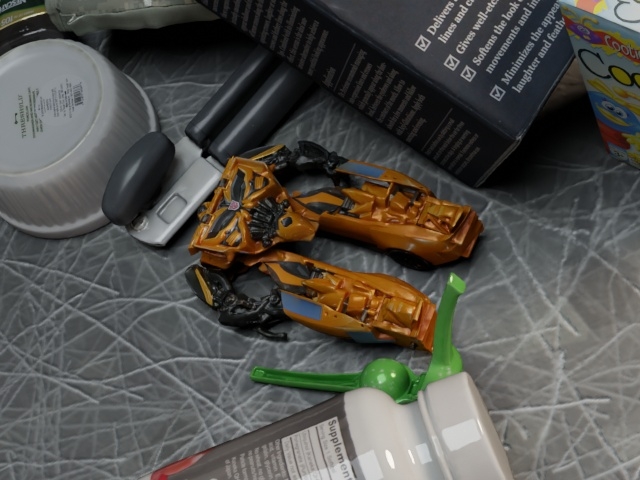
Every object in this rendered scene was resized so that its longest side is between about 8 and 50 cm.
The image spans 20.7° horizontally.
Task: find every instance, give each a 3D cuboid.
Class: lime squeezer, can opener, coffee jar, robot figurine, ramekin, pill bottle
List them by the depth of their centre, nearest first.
[{"bbox_3d":[0.006,0.234,1.539,0.318,0.176,0.176,-23,59,7],"label":"pill bottle"},{"bbox_3d":[0.059,0.117,1.612,0.310,0.110,0.059,-27,47,49],"label":"lime squeezer"},{"bbox_3d":[0.000,0.000,1.712,0.291,0.085,0.211,15,71,25],"label":"robot figurine"},{"bbox_3d":[-0.111,-0.116,1.803,0.076,0.095,0.283,39,86,30],"label":"can opener"},{"bbox_3d":[-0.284,-0.116,1.856,0.207,0.109,0.207,-8,62,15],"label":"ramekin"},{"bbox_3d":[-0.328,-0.270,1.967,0.096,0.079,0.184,-20,60,9],"label":"coffee jar"}]

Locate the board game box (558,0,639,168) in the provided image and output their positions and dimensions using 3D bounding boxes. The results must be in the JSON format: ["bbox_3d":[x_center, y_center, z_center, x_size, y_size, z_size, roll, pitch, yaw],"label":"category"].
[{"bbox_3d":[0.331,-0.171,1.573,0.142,0.275,0.144,27,76,29],"label":"board game box"}]

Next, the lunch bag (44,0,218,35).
[{"bbox_3d":[-0.156,-0.340,1.890,0.235,0.169,0.287,-1,60,21],"label":"lunch bag"}]

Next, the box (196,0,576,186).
[{"bbox_3d":[0.082,-0.292,1.671,0.395,0.212,0.293,35,77,0],"label":"box"}]
